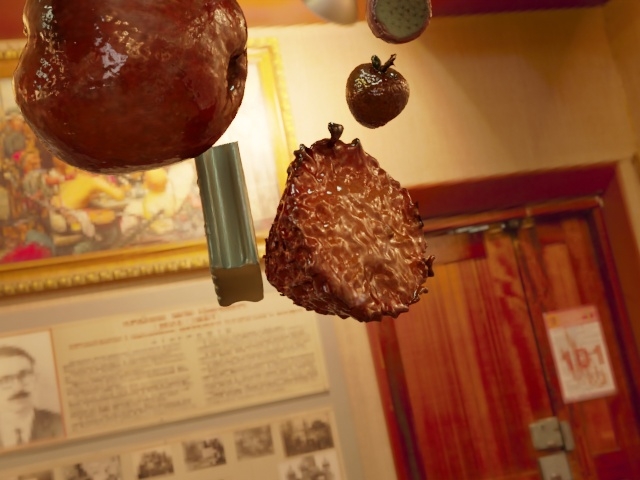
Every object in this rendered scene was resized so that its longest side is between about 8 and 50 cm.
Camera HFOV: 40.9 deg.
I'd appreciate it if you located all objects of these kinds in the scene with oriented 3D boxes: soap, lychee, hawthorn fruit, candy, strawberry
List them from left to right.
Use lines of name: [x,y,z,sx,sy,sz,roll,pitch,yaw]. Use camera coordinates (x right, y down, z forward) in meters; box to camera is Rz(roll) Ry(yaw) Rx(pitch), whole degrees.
hawthorn fruit: [-0.222,-0.208,1.007,0.284,0.284,0.284,-11,-10,-2]
soap: [-0.124,-0.025,1.153,0.066,0.198,0.119,-9,-28,-7]
strawberry: [0.000,0.000,1.019,0.234,0.234,0.178,-1,-18,-45]
lychee: [0.096,-0.240,1.365,0.101,0.114,0.140,22,-56,-27]
candy: [0.120,-0.353,1.322,0.103,0.103,0.043,-10,10,-9]
